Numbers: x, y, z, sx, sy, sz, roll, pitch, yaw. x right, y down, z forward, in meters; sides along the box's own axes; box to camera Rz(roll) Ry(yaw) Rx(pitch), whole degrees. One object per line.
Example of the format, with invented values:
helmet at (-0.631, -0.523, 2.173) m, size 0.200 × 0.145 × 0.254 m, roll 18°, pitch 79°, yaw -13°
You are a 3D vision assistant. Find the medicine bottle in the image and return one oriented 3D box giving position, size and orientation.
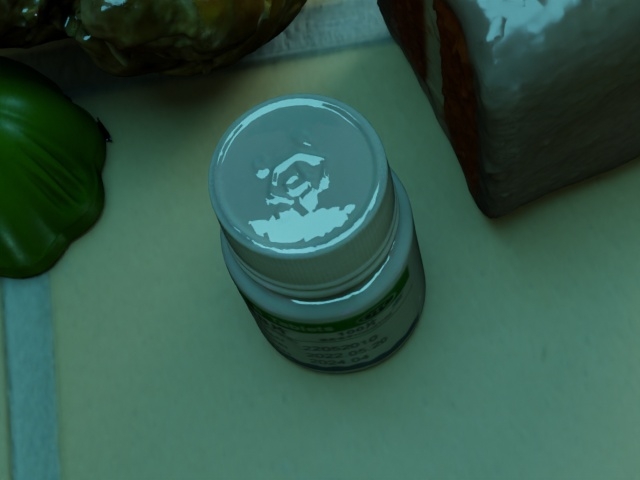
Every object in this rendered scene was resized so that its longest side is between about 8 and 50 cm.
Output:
medicine bottle at (0.000, 0.000, 1.069) m, size 0.139 × 0.237 × 0.139 m, roll -2°, pitch 70°, yaw 7°

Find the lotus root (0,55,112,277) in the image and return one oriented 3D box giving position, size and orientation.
lotus root at (-0.268, -0.078, 1.173) m, size 0.186 × 0.186 × 0.186 m, roll -3°, pitch 68°, yaw 7°

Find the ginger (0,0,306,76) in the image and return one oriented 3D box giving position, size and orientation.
ginger at (-0.182, -0.201, 1.175) m, size 0.358 × 0.152 × 0.274 m, roll 8°, pitch 33°, yaw 7°

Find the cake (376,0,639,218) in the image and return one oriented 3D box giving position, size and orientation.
cake at (0.165, -0.187, 1.087) m, size 0.230 × 0.309 × 0.237 m, roll -28°, pitch 71°, yaw -1°
